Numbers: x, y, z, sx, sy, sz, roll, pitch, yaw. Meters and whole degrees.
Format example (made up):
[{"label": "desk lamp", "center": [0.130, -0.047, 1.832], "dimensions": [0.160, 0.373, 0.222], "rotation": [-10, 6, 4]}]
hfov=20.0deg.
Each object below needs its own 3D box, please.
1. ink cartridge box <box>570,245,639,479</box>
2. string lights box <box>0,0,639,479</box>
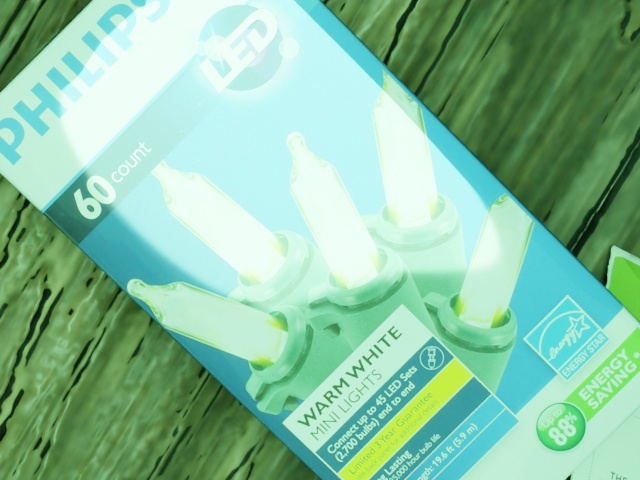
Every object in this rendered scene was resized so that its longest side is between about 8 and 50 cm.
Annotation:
[{"label": "ink cartridge box", "center": [0.163, 0.160, 0.806], "dimensions": [0.189, 0.097, 0.255], "rotation": [24, 59, -13]}, {"label": "string lights box", "center": [0.000, 0.000, 0.722], "dimensions": [0.260, 0.077, 0.133], "rotation": [44, 92, -9]}]
